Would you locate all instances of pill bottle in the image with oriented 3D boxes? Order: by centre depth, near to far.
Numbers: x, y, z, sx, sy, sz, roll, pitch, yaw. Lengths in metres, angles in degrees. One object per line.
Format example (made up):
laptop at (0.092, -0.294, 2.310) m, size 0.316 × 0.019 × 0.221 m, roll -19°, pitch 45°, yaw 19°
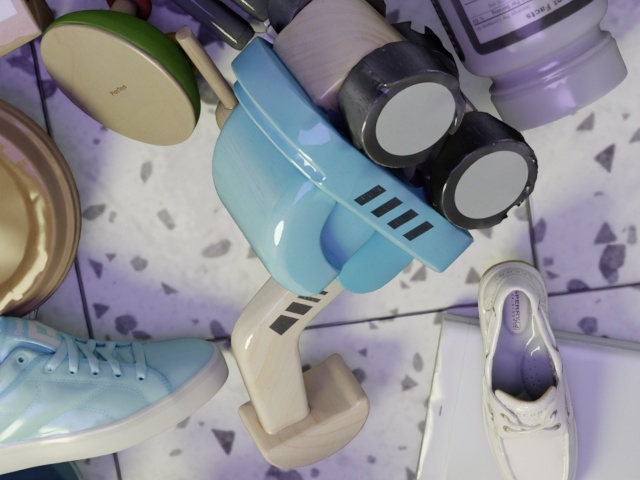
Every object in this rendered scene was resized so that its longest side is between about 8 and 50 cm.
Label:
pill bottle at (0.187, -0.264, 1.728) m, size 0.161 × 0.161 × 0.283 m, roll -26°, pitch 102°, yaw 10°

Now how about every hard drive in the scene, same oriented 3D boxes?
hard drive at (0.271, 0.202, 1.906) m, size 0.308 × 0.040 × 0.203 m, roll 9°, pitch 105°, yaw 2°

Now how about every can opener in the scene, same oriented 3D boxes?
can opener at (-0.079, -0.229, 1.779) m, size 0.283 × 0.095 × 0.076 m, roll 36°, pitch 102°, yaw -17°

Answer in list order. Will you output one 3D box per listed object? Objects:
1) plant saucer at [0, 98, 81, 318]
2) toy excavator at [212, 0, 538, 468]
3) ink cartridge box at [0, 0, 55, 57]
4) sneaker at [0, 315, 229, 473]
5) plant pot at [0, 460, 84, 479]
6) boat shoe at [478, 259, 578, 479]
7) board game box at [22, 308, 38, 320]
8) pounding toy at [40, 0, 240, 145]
plant saucer at (-0.390, -0.026, 1.814) m, size 0.278 × 0.041 × 0.277 m, roll 2°, pitch 112°, yaw 5°
toy excavator at (0.000, 0.000, 1.736) m, size 0.445 × 0.222 × 0.433 m, roll -43°, pitch 137°, yaw 11°
ink cartridge box at (-0.418, -0.280, 1.799) m, size 0.193 × 0.088 × 0.234 m, roll -27°, pitch 102°, yaw 9°
sneaker at (-0.281, 0.146, 1.837) m, size 0.366 × 0.135 × 0.150 m, roll -16°, pitch 116°, yaw -12°
plant pot at (-0.397, 0.359, 1.886) m, size 0.293 × 0.293 × 0.196 m, roll 6°, pitch 130°, yaw 2°
boat shoe at (0.215, 0.164, 1.828) m, size 0.098 × 0.096 × 0.277 m, roll -11°, pitch 103°, yaw 6°
board game box at (-0.467, 0.072, 1.910) m, size 0.305 × 0.053 × 0.193 m, roll 15°, pitch 105°, yaw 0°
pounding toy at (-0.165, -0.195, 1.787) m, size 0.237 × 0.110 × 0.183 m, roll 8°, pitch 146°, yaw 35°
